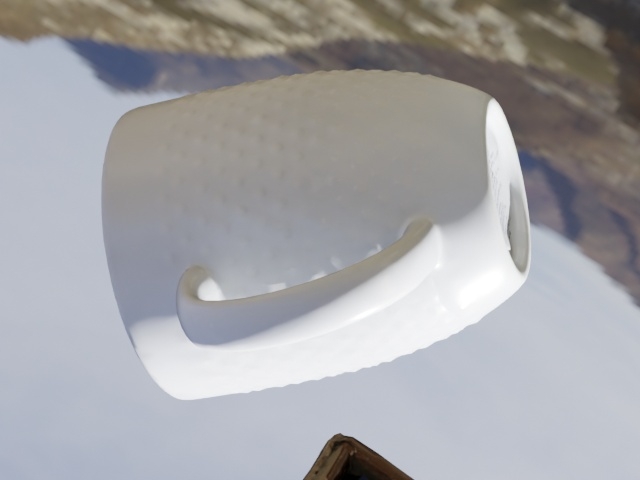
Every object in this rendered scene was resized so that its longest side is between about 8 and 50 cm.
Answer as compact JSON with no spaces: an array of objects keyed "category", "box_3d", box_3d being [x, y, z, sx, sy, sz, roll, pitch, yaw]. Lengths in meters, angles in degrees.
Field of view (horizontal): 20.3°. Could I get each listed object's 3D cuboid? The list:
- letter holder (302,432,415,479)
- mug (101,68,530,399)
[{"category":"letter holder","box_3d":[-0.035,0.240,0.535,0.152,0.302,0.214,36,-167,5]},{"category":"mug","box_3d":[0.000,0.000,1.551,0.328,0.276,0.374,-11,-163,16]}]
